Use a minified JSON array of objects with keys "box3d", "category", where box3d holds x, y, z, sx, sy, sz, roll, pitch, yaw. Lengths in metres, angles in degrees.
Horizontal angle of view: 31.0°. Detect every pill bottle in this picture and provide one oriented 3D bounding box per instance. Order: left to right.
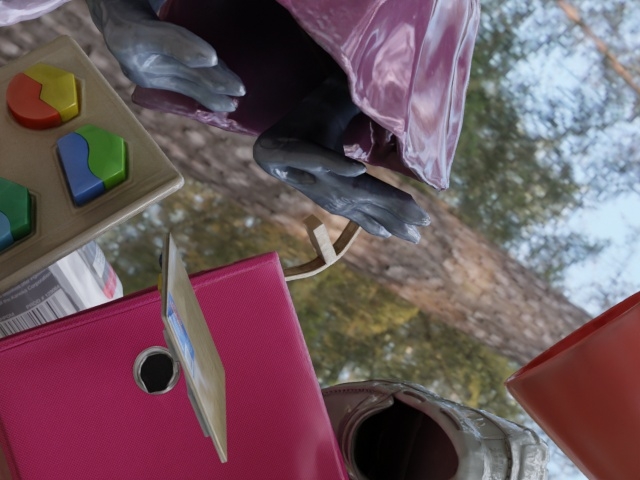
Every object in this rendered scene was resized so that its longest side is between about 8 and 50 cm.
[{"box3d":[-0.359,-0.021,1.236,0.176,0.318,0.176,-18,-147,12],"category":"pill bottle"}]

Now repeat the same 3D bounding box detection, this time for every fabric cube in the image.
[{"box3d":[-0.145,0.175,0.985,0.259,0.254,0.258,-16,-88,70],"category":"fabric cube"}]

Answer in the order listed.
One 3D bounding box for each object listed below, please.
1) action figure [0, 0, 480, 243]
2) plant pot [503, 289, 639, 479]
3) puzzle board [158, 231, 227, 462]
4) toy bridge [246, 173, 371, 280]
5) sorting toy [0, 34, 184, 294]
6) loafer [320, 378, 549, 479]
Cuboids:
[{"box3d":[0.033,-0.201,0.505,0.248,0.276,0.370,77,33,-78],"category":"action figure"},{"box3d":[0.423,0.221,1.549,0.275,0.275,0.243,-37,-99,27],"category":"plant pot"},{"box3d":[-0.086,0.071,0.769,0.011,0.128,0.096,-15,-147,4],"category":"puzzle board"},{"box3d":[0.000,0.000,1.283,0.188,0.063,0.026,-35,-137,-14],"category":"toy bridge"},{"box3d":[-0.242,-0.069,0.934,0.193,0.038,0.208,-33,-118,-17],"category":"sorting toy"},{"box3d":[0.066,0.179,1.047,0.319,0.111,0.112,-3,-105,56],"category":"loafer"}]
